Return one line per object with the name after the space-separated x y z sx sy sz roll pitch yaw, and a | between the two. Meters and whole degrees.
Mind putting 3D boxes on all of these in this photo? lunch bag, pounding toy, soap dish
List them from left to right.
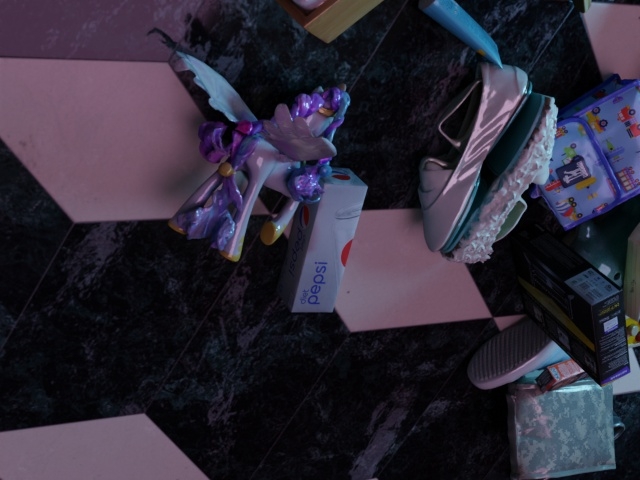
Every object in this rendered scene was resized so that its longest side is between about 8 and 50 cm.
0.041 -0.468 1.423 0.291 0.229 0.118 -38 143 0 | soap dish
0.570 0.455 2.180 0.287 0.169 0.235 1 86 -27 | lunch bag
0.565 -0.177 1.866 0.293 0.138 0.221 -31 104 6 | lunch bag
0.770 0.225 2.224 0.141 0.100 0.130 -11 121 -19 | pounding toy

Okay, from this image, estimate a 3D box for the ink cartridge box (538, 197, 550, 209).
0.514 -0.112 1.944 0.083 0.048 0.028 -46 125 4 | ink cartridge box

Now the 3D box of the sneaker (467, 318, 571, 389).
0.527 0.271 2.117 0.366 0.135 0.150 -30 123 -6 | sneaker

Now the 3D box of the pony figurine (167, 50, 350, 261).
-0.107 -0.148 1.529 0.363 0.303 0.351 -58 156 9 | pony figurine

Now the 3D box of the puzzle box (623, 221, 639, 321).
0.777 -0.006 1.989 0.272 0.052 0.409 -50 151 -13 | puzzle box

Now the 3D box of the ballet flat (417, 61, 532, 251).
0.272 -0.174 1.764 0.139 0.139 0.400 19 104 -32 | ballet flat

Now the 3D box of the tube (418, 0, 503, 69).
0.272 -0.399 1.659 0.207 0.080 0.052 30 135 -31 | tube

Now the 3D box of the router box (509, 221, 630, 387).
0.544 0.135 1.938 0.081 0.309 0.242 -25 126 -9 | router box

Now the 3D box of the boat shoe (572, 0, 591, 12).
0.509 -0.516 1.710 0.048 0.056 0.153 -22 117 -7 | boat shoe

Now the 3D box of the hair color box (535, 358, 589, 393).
0.588 0.312 2.098 0.141 0.043 0.072 -14 151 -23 | hair color box

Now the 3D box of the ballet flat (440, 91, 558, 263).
0.382 -0.118 1.816 0.147 0.147 0.408 13 122 -30 | ballet flat

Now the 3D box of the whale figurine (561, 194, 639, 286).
0.670 0.010 2.029 0.216 0.141 0.272 32 102 -35 | whale figurine

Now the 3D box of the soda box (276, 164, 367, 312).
0.000 0.000 1.741 0.098 0.091 0.286 3 116 -27 | soda box

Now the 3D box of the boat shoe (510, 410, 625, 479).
0.655 0.555 2.347 0.335 0.119 0.121 -41 126 1 | boat shoe
